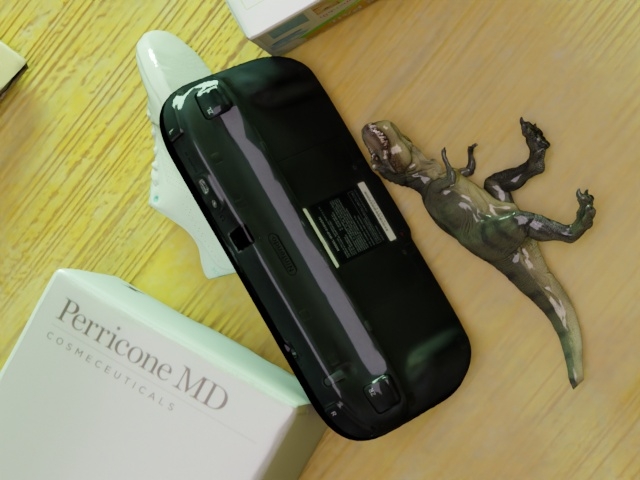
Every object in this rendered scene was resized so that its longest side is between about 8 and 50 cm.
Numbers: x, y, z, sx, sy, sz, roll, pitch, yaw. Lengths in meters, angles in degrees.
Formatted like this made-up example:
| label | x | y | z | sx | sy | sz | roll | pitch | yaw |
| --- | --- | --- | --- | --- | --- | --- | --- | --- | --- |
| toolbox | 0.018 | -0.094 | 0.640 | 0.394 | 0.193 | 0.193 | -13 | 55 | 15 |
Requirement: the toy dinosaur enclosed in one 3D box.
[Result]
| label | x | y | z | sx | sy | sz | roll | pitch | yaw |
| --- | --- | --- | --- | --- | --- | --- | --- | --- | --- |
| toy dinosaur | 0.155 | -0.020 | 1.594 | 0.268 | 0.064 | 0.118 | 47 | 108 | 6 |

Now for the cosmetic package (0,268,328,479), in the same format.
| label | x | y | z | sx | sy | sz | roll | pitch | yaw |
| --- | --- | --- | --- | --- | --- | --- | --- | --- | --- |
| cosmetic package | -0.201 | 0.273 | 1.592 | 0.230 | 0.161 | 0.453 | 28 | 92 | 12 |

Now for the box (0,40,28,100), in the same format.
| label | x | y | z | sx | sy | sz | roll | pitch | yaw |
| --- | --- | --- | --- | --- | --- | --- | --- | --- | --- |
| box | -0.375 | -0.147 | 1.683 | 0.201 | 0.021 | 0.164 | 38 | 81 | 12 |

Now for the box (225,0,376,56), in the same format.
| label | x | y | z | sx | sy | sz | roll | pitch | yaw |
| --- | --- | --- | --- | --- | --- | --- | --- | --- | --- |
| box | 0.017 | -0.245 | 1.592 | 0.203 | 0.114 | 0.103 | -29 | 83 | 8 |

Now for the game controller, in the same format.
| label | x | y | z | sx | sy | sz | roll | pitch | yaw |
| --- | --- | --- | --- | --- | --- | --- | --- | --- | --- |
| game controller | 0.000 | 0.000 | 1.580 | 0.067 | 0.166 | 0.319 | -34 | 83 | 40 |

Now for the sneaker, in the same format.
| label | x | y | z | sx | sy | sz | roll | pitch | yaw |
| --- | --- | --- | --- | --- | --- | --- | --- | --- | --- |
| sneaker | -0.114 | -0.068 | 1.640 | 0.094 | 0.080 | 0.212 | -32 | 78 | 32 |
